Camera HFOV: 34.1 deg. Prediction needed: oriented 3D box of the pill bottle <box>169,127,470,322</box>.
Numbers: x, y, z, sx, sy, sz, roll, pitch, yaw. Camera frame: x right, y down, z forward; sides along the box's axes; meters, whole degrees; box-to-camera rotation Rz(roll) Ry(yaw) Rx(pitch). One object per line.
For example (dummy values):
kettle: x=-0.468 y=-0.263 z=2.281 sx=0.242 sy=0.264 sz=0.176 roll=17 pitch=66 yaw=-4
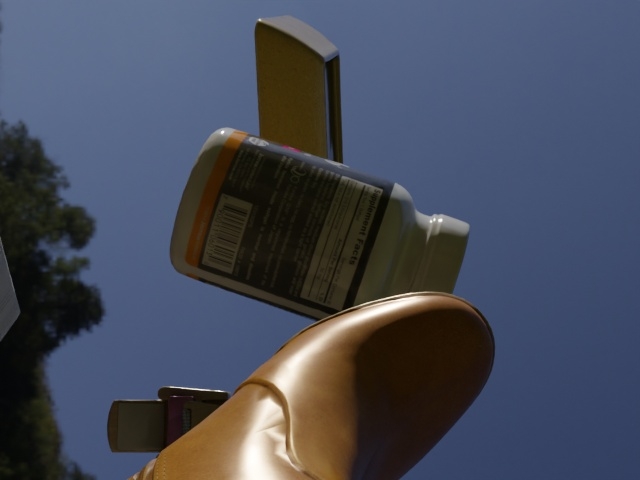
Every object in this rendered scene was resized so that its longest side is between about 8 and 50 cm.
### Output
pill bottle: x=0.000 y=0.000 z=1.066 sx=0.278 sy=0.162 sz=0.162 roll=19 pitch=-75 yaw=2

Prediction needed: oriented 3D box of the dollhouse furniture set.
dollhouse furniture set: x=-0.188 y=0.266 z=0.894 sx=0.198 sy=0.303 sz=0.286 roll=0 pitch=-100 yaw=-1

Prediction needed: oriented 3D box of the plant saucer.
plant saucer: x=-0.018 y=-0.134 z=1.412 sx=0.081 sy=0.333 sz=0.333 roll=0 pitch=-77 yaw=6

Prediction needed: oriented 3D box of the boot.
boot: x=-0.006 y=0.119 z=0.477 sx=0.104 sy=0.295 sz=0.211 roll=64 pitch=-14 yaw=-8

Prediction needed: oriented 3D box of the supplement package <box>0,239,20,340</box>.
supplement package: x=-0.447 y=0.039 z=1.257 sx=0.105 sy=0.105 sz=0.179 roll=-1 pitch=-63 yaw=9
